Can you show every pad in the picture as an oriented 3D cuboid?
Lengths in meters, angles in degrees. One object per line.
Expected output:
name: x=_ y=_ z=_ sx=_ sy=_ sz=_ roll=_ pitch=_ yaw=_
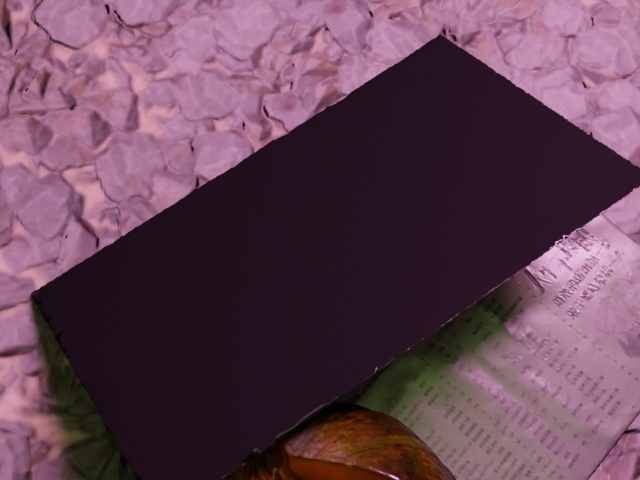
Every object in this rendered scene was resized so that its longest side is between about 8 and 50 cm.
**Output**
pad: x=0.000 y=0.000 z=0.729 sx=0.367 sy=0.007 sz=0.247 roll=-34 pitch=42 yaw=-10
pad: x=0.146 y=0.094 z=0.775 sx=0.159 sy=0.009 sz=0.265 roll=40 pitch=78 yaw=8

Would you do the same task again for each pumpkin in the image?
pumpkin: x=-0.019 y=0.208 z=0.649 sx=0.238 sy=0.159 sz=0.238 roll=-16 pitch=44 yaw=16
